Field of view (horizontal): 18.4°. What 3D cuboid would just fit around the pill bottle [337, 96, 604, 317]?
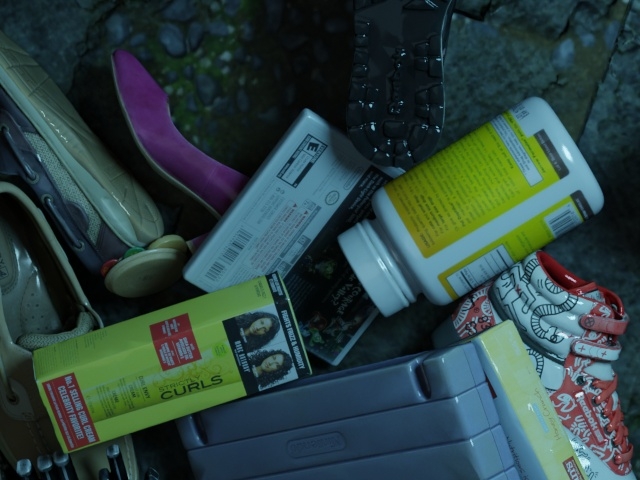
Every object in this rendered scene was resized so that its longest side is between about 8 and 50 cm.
[{"bbox_3d":[0.126,-0.023,1.693,0.215,0.117,0.117,-31,87,4],"label":"pill bottle"}]

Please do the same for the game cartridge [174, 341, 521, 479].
[{"bbox_3d":[0.033,0.227,1.731,0.355,0.068,0.230,-16,98,45],"label":"game cartridge"}]

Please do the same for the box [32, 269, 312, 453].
[{"bbox_3d":[-0.131,0.107,1.744,0.232,0.058,0.087,-17,117,-2],"label":"box"}]

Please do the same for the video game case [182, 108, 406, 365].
[{"bbox_3d":[0.000,0.000,1.762,0.173,0.022,0.190,32,107,-21],"label":"video game case"}]

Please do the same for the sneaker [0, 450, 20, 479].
[{"bbox_3d":[-0.372,0.176,1.885,0.147,0.130,0.330,-18,91,16],"label":"sneaker"}]

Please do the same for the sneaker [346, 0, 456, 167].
[{"bbox_3d":[0.072,-0.214,1.696,0.107,0.124,0.283,11,107,-1],"label":"sneaker"}]

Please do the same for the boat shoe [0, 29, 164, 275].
[{"bbox_3d":[-0.266,-0.089,1.835,0.092,0.103,0.285,-41,90,12],"label":"boat shoe"}]

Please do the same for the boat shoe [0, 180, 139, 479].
[{"bbox_3d":[-0.253,0.108,1.811,0.110,0.122,0.341,-11,108,56],"label":"boat shoe"}]

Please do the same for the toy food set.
[{"bbox_3d":[-0.163,0.026,1.829,0.083,0.083,0.020,-15,64,-13],"label":"toy food set"}]

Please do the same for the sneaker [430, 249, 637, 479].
[{"bbox_3d":[0.232,0.134,1.715,0.145,0.090,0.270,-45,80,19],"label":"sneaker"}]

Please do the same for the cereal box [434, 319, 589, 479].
[{"bbox_3d":[0.117,0.181,1.715,0.240,0.047,0.173,-27,88,51],"label":"cereal box"}]

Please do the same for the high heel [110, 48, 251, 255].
[{"bbox_3d":[-0.100,-0.083,1.804,0.117,0.082,0.244,-27,79,0],"label":"high heel"}]

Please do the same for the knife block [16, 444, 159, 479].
[{"bbox_3d":[-0.213,0.327,1.813,0.242,0.088,0.275,28,110,-19],"label":"knife block"}]
